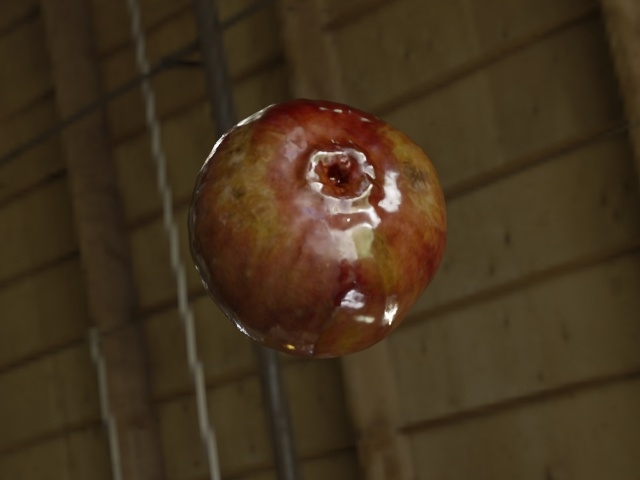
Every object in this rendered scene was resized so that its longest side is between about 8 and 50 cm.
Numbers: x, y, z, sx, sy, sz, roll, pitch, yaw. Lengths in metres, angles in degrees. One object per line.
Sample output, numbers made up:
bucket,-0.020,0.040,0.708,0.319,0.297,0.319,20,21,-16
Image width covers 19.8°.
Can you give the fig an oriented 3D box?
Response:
fig,-0.001,0.000,1.352,0.205,0.205,0.205,3,-86,51
